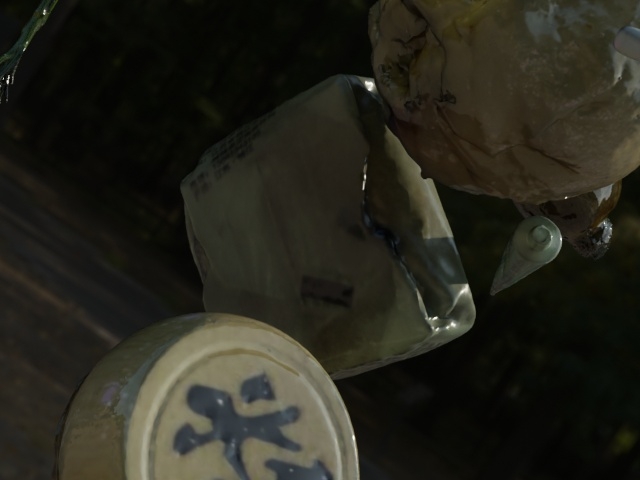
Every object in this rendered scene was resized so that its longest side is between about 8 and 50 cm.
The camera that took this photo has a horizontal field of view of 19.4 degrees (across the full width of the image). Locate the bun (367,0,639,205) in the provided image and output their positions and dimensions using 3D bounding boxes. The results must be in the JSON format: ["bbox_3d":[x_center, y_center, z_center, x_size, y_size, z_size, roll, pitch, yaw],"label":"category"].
[{"bbox_3d":[0.149,-0.150,1.529,0.281,0.205,0.281,166,-90,-73],"label":"bun"}]

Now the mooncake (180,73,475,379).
[{"bbox_3d":[0.002,0.000,1.685,0.136,0.254,0.250,-5,76,-58],"label":"mooncake"}]

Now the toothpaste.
[{"bbox_3d":[0.179,0.011,1.633,0.041,0.064,0.218,34,-8,3],"label":"toothpaste"}]

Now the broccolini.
[{"bbox_3d":[-0.259,-0.164,1.576,0.035,0.140,0.030,38,-19,-32],"label":"broccolini"}]

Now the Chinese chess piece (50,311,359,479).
[{"bbox_3d":[-0.088,0.186,1.504,0.257,0.257,0.104,35,-30,-27],"label":"Chinese chess piece"}]

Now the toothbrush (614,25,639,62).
[{"bbox_3d":[0.307,-0.071,1.136,0.276,0.019,0.025,22,19,2],"label":"toothbrush"}]

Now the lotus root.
[{"bbox_3d":[0.243,-0.074,1.915,0.209,0.120,0.120,67,-8,-9],"label":"lotus root"}]
